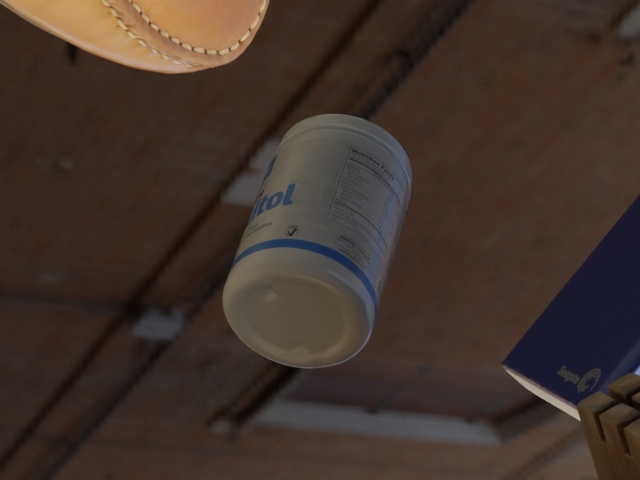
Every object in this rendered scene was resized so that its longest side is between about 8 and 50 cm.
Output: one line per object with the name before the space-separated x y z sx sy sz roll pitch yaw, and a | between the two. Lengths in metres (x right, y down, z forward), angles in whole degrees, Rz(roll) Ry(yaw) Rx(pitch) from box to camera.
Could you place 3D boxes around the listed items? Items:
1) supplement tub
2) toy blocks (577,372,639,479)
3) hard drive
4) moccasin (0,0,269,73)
supplement tub | 0.000 0.000 0.882 0.071 0.071 0.107 -58 -169 44
toy blocks | 0.202 0.154 0.826 0.191 0.381 0.261 28 -39 60
hard drive | 0.279 0.000 1.441 0.318 0.040 0.210 -51 -166 -3
moccasin | -0.059 -0.179 0.549 0.380 0.147 0.139 78 23 -53
